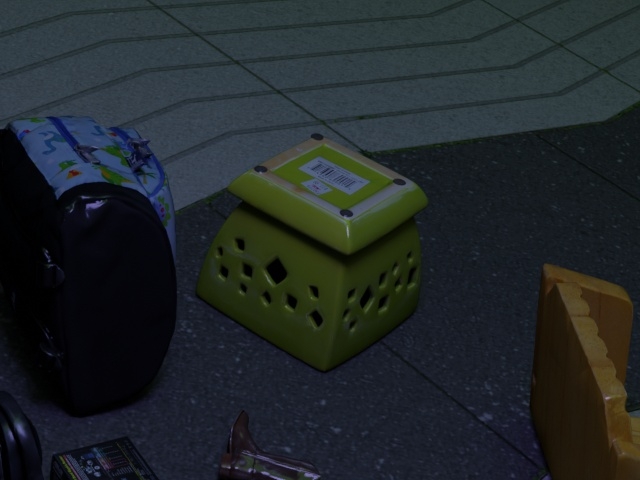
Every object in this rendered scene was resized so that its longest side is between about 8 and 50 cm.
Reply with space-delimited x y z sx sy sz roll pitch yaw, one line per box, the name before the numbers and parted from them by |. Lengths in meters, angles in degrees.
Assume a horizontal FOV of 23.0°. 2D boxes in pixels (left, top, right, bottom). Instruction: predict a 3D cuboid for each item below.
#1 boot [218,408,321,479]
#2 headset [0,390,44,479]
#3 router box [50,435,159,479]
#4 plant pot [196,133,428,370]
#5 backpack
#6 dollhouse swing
boot | -0.052 0.246 1.799 0.114 0.037 0.106 11 44 3
headset | -0.400 0.197 1.611 0.244 0.185 0.394 6 43 -12
router box | -0.225 0.270 1.696 0.092 0.038 0.122 -10 38 -33
plant pot | 0.000 0.000 2.050 0.228 0.207 0.227 28 35 25
backpack | -0.292 -0.010 1.913 0.273 0.290 0.355 -18 33 -31
dollhouse swing | 0.427 0.227 1.794 0.305 0.315 0.346 -3 33 -5
